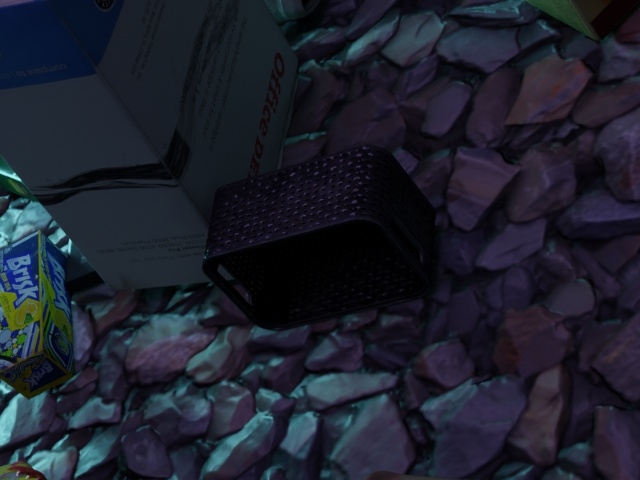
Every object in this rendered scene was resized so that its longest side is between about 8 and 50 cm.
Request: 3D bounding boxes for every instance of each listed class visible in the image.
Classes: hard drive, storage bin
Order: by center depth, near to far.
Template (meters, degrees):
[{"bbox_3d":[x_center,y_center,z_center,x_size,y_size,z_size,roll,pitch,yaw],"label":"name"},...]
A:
[{"bbox_3d":[0.000,0.000,1.491,0.180,0.122,0.084,-14,48,27],"label":"storage bin"},{"bbox_3d":[-0.216,-0.017,1.743,0.094,0.022,0.135,-21,45,21],"label":"hard drive"}]

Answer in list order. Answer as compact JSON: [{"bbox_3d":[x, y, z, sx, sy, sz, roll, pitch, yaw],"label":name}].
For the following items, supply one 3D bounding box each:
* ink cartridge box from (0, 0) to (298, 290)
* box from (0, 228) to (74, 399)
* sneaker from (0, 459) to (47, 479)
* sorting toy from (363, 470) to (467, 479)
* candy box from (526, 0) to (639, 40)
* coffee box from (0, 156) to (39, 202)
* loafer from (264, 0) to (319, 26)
[{"bbox_3d":[-0.185,-0.179,1.566,0.166,0.395,0.285,-7,51,24],"label":"ink cartridge box"},{"bbox_3d":[-0.287,0.072,1.696,0.059,0.054,0.169,-27,44,16],"label":"box"},{"bbox_3d":[-0.266,0.235,1.521,0.208,0.081,0.094,-13,46,29],"label":"sneaker"},{"bbox_3d":[0.075,0.309,1.231,0.229,0.041,0.307,2,56,38],"label":"sorting toy"},{"bbox_3d":[0.220,-0.333,1.638,0.183,0.087,0.316,-45,41,-4],"label":"candy box"},{"bbox_3d":[-0.290,-0.096,1.831,0.113,0.040,0.184,-50,34,-14],"label":"coffee box"},{"bbox_3d":[0.010,-0.366,1.817,0.111,0.112,0.319,12,71,37],"label":"loafer"}]
